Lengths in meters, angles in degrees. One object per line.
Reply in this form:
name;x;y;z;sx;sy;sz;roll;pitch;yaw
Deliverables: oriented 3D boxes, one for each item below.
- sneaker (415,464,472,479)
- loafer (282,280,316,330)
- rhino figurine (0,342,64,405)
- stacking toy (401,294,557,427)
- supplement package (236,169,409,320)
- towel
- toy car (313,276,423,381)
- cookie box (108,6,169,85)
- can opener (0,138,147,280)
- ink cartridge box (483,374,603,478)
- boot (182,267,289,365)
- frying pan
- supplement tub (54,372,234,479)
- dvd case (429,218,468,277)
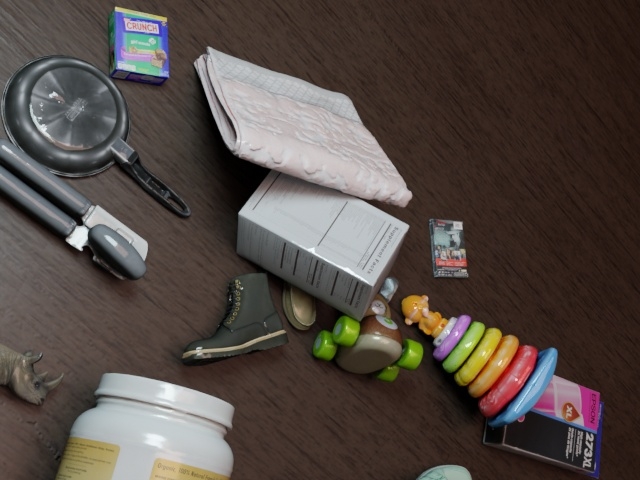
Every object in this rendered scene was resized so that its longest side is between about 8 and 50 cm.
sneaker;0.214;0.468;1.387;0.256;0.151;0.094;-10;84;-37
loafer;-0.035;0.083;1.361;0.056;0.050;0.148;-6;83;-35
rhino figurine;-0.460;0.186;1.032;0.243;0.073;0.106;3;81;-36
stacking toy;0.278;0.207;1.493;0.302;0.166;0.175;36;76;7
supplement package;0.000;0.000;1.288;0.244;0.134;0.139;29;60;10
towel;-0.032;-0.193;1.313;0.332;0.053;0.317;14;33;-32
toy car;0.091;0.134;1.393;0.155;0.149;0.188;22;56;-18
cookie box;-0.297;-0.316;1.275;0.092;0.040;0.107;2;78;-34
can opener;-0.367;-0.045;1.142;0.280;0.093;0.074;38;62;-17
ink cartridge box;0.502;0.386;1.663;0.371;0.069;0.176;24;67;-31
boot;-0.151;0.123;1.268;0.198;0.077;0.137;-6;78;-49
frying pan;-0.349;-0.140;1.200;0.197;0.053;0.326;-35;97;-34
supplement tub;-0.246;0.356;1.045;0.228;0.228;0.316;25;67;-28
dvd case;0.264;0.017;1.606;0.087;0.013;0.119;3;79;-34
